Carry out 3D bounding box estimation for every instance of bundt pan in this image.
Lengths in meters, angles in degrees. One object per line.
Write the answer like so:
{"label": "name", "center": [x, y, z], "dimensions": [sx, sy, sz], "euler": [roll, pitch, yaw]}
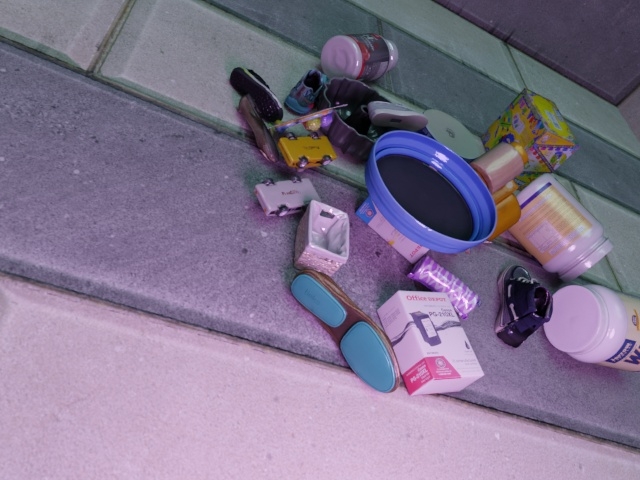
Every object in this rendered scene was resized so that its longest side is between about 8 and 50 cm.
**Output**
{"label": "bundt pan", "center": [0.126, -0.388, 1.827], "dimensions": [0.331, 0.124, 0.331], "euler": [19, 44, -20]}

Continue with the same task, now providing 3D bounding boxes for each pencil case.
{"label": "pencil case", "center": [0.343, 0.131, 1.535], "dimensions": [0.206, 0.086, 0.088], "euler": [38, 64, 3]}

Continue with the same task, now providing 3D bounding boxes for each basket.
{"label": "basket", "center": [0.000, 0.000, 1.389], "dimensions": [0.113, 0.103, 0.167], "euler": [21, 42, -18]}

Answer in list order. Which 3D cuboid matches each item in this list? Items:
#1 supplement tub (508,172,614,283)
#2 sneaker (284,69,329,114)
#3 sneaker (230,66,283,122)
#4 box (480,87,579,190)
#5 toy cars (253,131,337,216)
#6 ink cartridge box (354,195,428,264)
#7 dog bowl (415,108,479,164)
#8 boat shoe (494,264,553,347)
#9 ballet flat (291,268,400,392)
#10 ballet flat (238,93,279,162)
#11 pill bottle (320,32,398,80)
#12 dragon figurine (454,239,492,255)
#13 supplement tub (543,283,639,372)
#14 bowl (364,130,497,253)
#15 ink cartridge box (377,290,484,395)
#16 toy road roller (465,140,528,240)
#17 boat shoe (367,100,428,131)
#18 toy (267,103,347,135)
{"label": "supplement tub", "center": [0.811, -0.041, 1.907], "dimensions": [0.241, 0.241, 0.331], "euler": [-23, 69, -46]}
{"label": "sneaker", "center": [-0.016, -0.514, 1.840], "dimensions": [0.104, 0.125, 0.262], "euler": [36, 40, -3]}
{"label": "sneaker", "center": [-0.179, -0.464, 1.707], "dimensions": [0.234, 0.084, 0.097], "euler": [48, 40, 12]}
{"label": "box", "center": [0.837, -0.402, 2.233], "dimensions": [0.177, 0.279, 0.290], "euler": [17, 45, -22]}
{"label": "toy cars", "center": [-0.074, -0.175, 1.517], "dimensions": [0.176, 0.087, 0.393], "euler": [34, 44, -15]}
{"label": "ink cartridge box", "center": [0.262, -0.088, 1.607], "dimensions": [0.233, 0.171, 0.168], "euler": [43, 41, 5]}
{"label": "dog bowl", "center": [0.459, -0.364, 2.060], "dimensions": [0.265, 0.104, 0.265], "euler": [20, 43, -20]}
{"label": "boat shoe", "center": [0.622, 0.160, 1.645], "dimensions": [0.127, 0.158, 0.340], "euler": [33, 41, -6]}
{"label": "ballet flat", "center": [0.072, 0.195, 1.274], "dimensions": [0.342, 0.116, 0.124], "euler": [45, 21, 14]}
{"label": "ballet flat", "center": [-0.185, -0.321, 1.597], "dimensions": [0.250, 0.058, 0.084], "euler": [65, 8, 21]}
{"label": "pill bottle", "center": [0.161, -0.696, 2.098], "dimensions": [0.176, 0.176, 0.318], "euler": [49, 41, 13]}
{"label": "dragon figurine", "center": [0.443, -0.036, 1.669], "dimensions": [0.085, 0.289, 0.144], "euler": [32, 78, -3]}
{"label": "supplement tub", "center": [0.869, 0.264, 1.669], "dimensions": [0.325, 0.235, 0.235], "euler": [15, 45, -25]}
{"label": "bowl", "center": [0.293, -0.131, 1.480], "dimensions": [0.391, 0.077, 0.391], "euler": [17, 46, -19]}
{"label": "ink cartridge box", "center": [0.266, 0.246, 1.352], "dimensions": [0.172, 0.100, 0.237], "euler": [6, 50, -33]}
{"label": "toy road roller", "center": [0.547, -0.142, 1.755], "dimensions": [0.202, 0.329, 0.240], "euler": [-34, 84, -13]}
{"label": "boat shoe", "center": [0.251, -0.412, 1.783], "dimensions": [0.227, 0.079, 0.081], "euler": [1, 56, -31]}
{"label": "toy", "center": [-0.034, -0.348, 1.620], "dimensions": [0.237, 0.056, 0.137], "euler": [-13, 14, 2]}
